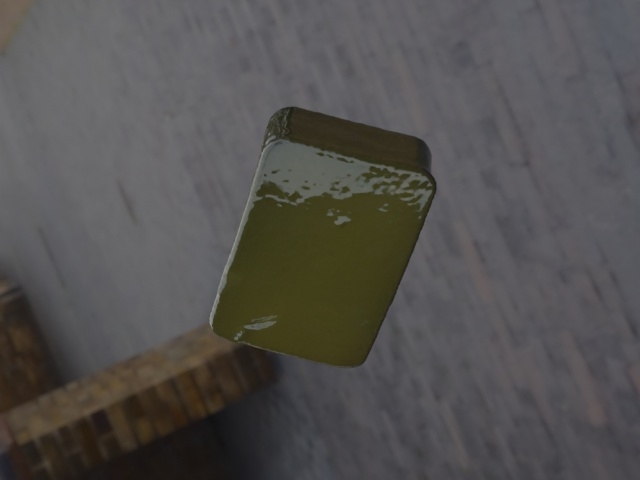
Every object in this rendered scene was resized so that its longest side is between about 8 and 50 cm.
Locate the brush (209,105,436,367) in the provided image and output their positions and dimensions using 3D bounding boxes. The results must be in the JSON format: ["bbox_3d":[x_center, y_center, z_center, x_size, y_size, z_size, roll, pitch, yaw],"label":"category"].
[{"bbox_3d":[0.000,0.000,1.163,0.059,0.123,0.197,-82,10,-51],"label":"brush"}]
